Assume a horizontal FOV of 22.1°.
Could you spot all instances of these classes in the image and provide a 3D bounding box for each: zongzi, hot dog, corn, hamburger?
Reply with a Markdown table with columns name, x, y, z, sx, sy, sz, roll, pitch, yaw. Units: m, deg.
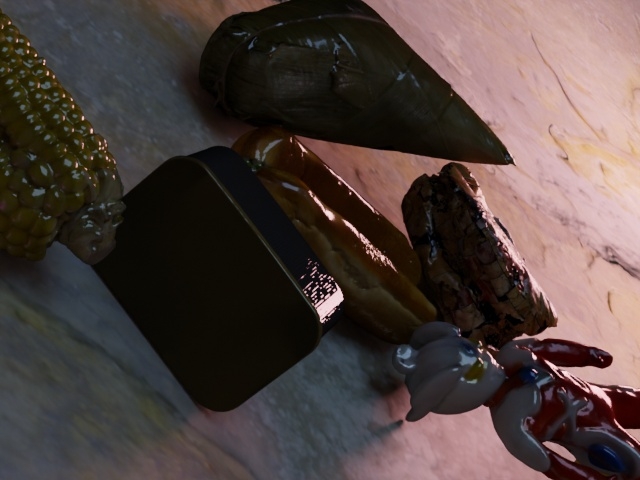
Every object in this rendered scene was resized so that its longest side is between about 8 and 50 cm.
| name | x | y | z | sx | sy | sz | roll | pitch | yaw |
| --- | --- | --- | --- | --- | --- | --- | --- | --- | --- |
| zongzi | 0.045 | -0.142 | 1.735 | 0.300 | 0.145 | 0.274 | 37 | 28 | 14 |
| hot dog | 0.000 | 0.000 | 1.592 | 0.337 | 0.100 | 0.135 | 39 | 29 | -48 |
| corn | -0.283 | -0.121 | 1.309 | 0.347 | 0.130 | 0.130 | 50 | 28 | 2 |
| hamburger | 0.166 | 0.019 | 1.787 | 0.231 | 0.106 | 0.231 | 53 | 14 | -19 |

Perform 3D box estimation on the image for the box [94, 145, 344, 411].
| name | x | y | z | sx | sy | sz | roll | pitch | yaw |
| --- | --- | --- | --- | --- | --- | --- | --- | --- | --- |
| box | -0.085 | 0.028 | 1.405 | 0.201 | 0.144 | 0.090 | 52 | 25 | 2 |

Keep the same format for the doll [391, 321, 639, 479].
| name | x | y | z | sx | sy | sz | roll | pitch | yaw |
| --- | --- | --- | --- | --- | --- | --- | --- | --- | --- |
| doll | 0.245 | 0.172 | 1.655 | 0.384 | 0.099 | 0.188 | 16 | 41 | -15 |

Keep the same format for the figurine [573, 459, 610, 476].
| name | x | y | z | sx | sy | sz | roll | pitch | yaw |
| --- | --- | --- | --- | --- | --- | --- | --- | --- | --- |
| figurine | 0.339 | 0.313 | 1.737 | 0.185 | 0.127 | 0.234 | 36 | 22 | -36 |
